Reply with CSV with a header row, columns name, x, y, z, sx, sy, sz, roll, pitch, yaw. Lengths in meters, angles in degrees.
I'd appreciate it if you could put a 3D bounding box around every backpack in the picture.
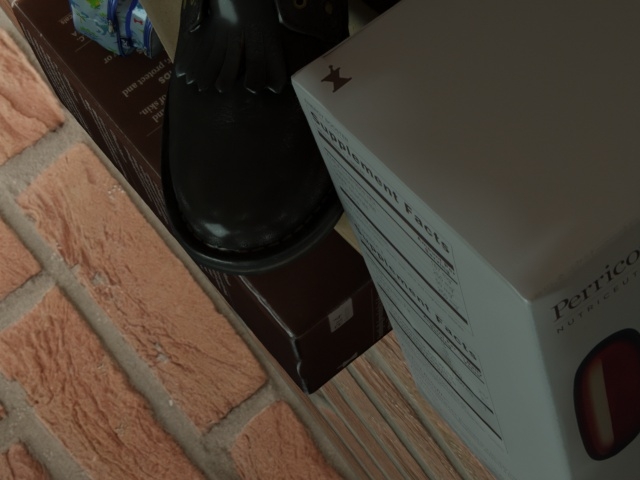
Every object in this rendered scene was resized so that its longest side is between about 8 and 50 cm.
name,x,y,z,sx,sy,sz,roll,pitch,yaw
backpack,-0.140,-0.203,1.021,0.084,0.105,0.114,27,165,8

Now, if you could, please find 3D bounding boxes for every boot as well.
name,x,y,z,sx,sy,sz,roll,pitch,yaw
boot,-0.041,-0.142,0.499,0.229,0.091,0.263,64,-152,-64

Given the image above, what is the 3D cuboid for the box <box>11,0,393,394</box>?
name,x,y,z,sx,sy,sz,roll,pitch,yaw
box,-0.084,-0.068,1.137,0.381,0.143,0.191,51,170,16

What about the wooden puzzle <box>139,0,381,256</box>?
name,x,y,z,sx,sy,sz,roll,pitch,yaw
wooden puzzle,0.025,-0.079,0.804,0.348,0.080,0.322,39,165,36

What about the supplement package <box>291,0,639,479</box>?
name,x,y,z,sx,sy,sz,roll,pitch,yaw
supplement package,0.105,0.007,0.539,0.134,0.139,0.244,46,169,35
